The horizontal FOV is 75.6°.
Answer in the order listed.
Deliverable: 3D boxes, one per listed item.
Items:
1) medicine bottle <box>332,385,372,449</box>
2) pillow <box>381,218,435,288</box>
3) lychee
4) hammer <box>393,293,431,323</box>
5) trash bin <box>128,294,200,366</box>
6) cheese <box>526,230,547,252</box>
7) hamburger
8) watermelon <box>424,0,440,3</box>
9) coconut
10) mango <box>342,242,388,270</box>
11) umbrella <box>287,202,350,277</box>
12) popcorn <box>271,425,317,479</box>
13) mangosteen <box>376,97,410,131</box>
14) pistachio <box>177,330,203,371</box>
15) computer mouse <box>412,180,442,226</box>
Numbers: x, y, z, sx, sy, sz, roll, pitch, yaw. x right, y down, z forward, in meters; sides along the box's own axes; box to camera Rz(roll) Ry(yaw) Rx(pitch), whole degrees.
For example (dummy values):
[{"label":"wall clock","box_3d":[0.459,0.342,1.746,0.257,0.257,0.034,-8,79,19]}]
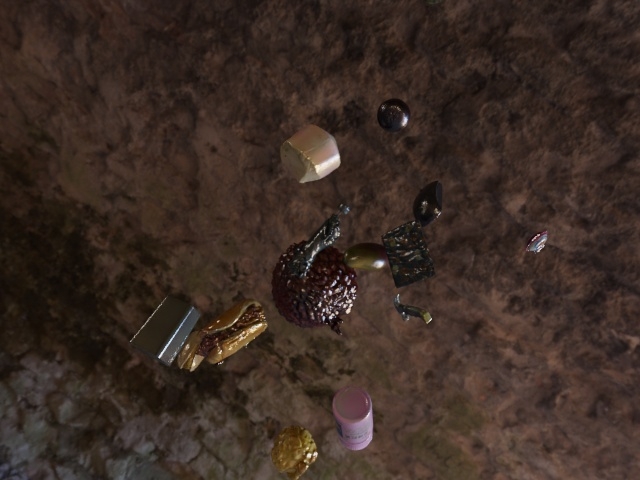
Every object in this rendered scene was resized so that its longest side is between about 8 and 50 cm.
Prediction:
[{"label":"medicine bottle","box_3d":[0.151,0.820,1.898,0.178,0.178,0.291,26,-40,32]},{"label":"pillow","box_3d":[0.356,0.054,1.694,0.189,0.256,0.034,-28,-27,34]},{"label":"lychee","box_3d":[-0.023,0.234,1.981,0.424,0.424,0.500,82,-13,-64]},{"label":"hammer","box_3d":[0.455,0.354,2.064,0.159,0.041,0.226,60,-21,-17]},{"label":"trash bin","box_3d":[-0.629,0.365,1.697,0.164,0.240,0.122,18,-31,22]},{"label":"cheese","box_3d":[0.781,0.010,1.488,0.145,0.095,0.038,28,21,-53]},{"label":"hamburger","box_3d":[-0.330,0.340,1.611,0.155,0.245,0.282,48,15,15]},{"label":"watermelon","box_3d":[0.365,-0.840,1.348,0.105,0.105,0.133,25,9,34]},{"label":"coconut","box_3d":[-0.042,-0.496,2.339,0.297,0.309,0.297,40,-27,25]},{"label":"mango","box_3d":[0.211,0.073,1.809,0.111,0.267,0.133,-39,-117,46]},{"label":"umbrella","box_3d":[0.002,0.002,1.627,0.094,0.349,0.143,37,3,-30]},{"label":"popcorn","box_3d":[-0.100,0.793,1.546,0.180,0.180,0.170,4,-53,59]},{"label":"mangosteen","box_3d":[0.326,-0.559,1.842,0.152,0.152,0.152,33,-19,13]},{"label":"pistachio","box_3d":[-0.563,0.481,1.835,0.117,0.200,0.145,27,-60,0]},{"label":"computer mouse","box_3d":[0.554,-0.200,2.172,0.100,0.269,0.170,35,-46,-18]}]
